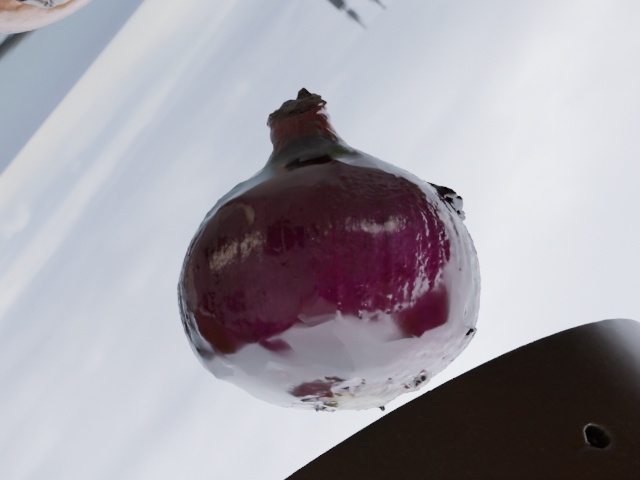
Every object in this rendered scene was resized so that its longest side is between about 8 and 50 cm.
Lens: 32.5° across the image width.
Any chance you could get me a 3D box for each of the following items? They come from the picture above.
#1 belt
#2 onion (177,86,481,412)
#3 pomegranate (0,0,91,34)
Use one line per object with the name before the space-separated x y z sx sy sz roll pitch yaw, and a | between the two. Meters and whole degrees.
belt | 0.077 0.165 0.528 0.339 0.122 0.217 -23 146 -24
onion | 0.000 0.000 1.229 0.348 0.348 0.385 -34 -119 48
pomegranate | -0.251 -0.285 0.762 0.338 0.338 0.338 -46 -165 16
